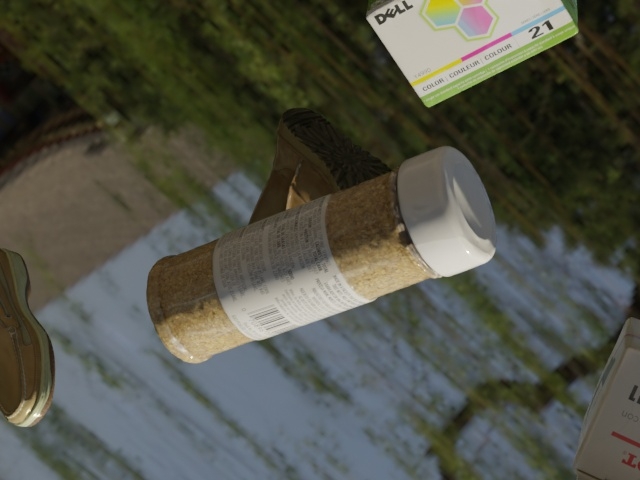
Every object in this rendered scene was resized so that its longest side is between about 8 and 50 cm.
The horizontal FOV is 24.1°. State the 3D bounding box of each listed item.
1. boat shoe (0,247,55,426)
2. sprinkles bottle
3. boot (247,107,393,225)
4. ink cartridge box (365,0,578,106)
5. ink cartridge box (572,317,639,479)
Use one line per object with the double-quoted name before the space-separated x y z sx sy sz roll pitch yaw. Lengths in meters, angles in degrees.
"boat shoe" -0.280 0.077 1.269 0.068 0.072 0.190 -45 -134 18
"sprinkles bottle" -0.004 0.019 1.505 0.355 0.121 0.121 -21 -149 25
"boot" 0.000 0.000 1.869 0.236 0.089 0.270 49 -43 32
"ink cartridge box" 0.125 -0.294 1.555 0.188 0.255 0.097 -26 -151 22
"ink cartridge box" 0.334 0.171 1.283 0.353 0.207 0.119 -14 127 -78
